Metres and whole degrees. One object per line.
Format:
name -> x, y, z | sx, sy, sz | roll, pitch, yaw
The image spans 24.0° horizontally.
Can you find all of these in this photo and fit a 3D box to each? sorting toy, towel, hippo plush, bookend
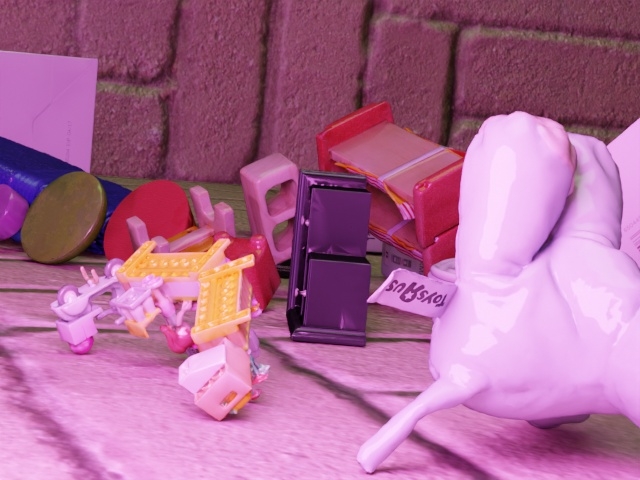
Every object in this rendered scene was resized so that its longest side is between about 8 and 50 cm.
sorting toy -> -0.269, -0.001, 1.871 | 0.366, 0.127, 0.126 | 6, -25, 39
towel -> -0.381, -0.063, 2.091 | 0.308, 0.076, 0.228 | 23, 9, 17
hippo plush -> 0.206, 0.038, 0.991 | 0.237, 0.234, 0.294 | 8, 5, 32
bookend -> 0.010, 0.014, 1.488 | 0.072, 0.156, 0.157 | 5, 6, -4

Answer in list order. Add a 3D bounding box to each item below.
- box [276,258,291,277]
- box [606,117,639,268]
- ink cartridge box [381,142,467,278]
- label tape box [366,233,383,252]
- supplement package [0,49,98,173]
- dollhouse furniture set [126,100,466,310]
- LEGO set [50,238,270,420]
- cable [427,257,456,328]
box -> -0.026, 0.030, 1.967 | 0.162, 0.029, 0.116 | 4, 5, 0
box -> 0.383, 0.002, 1.370 | 0.215, 0.168, 0.345 | 56, 26, 18
ink cartridge box -> 0.130, -0.030, 1.908 | 0.066, 0.189, 0.232 | 3, 7, -7
label tape box -> 0.047, -0.045, 2.425 | 0.348, 0.115, 0.249 | 2, 5, -6
supplement package -> -0.472, -0.160, 2.320 | 0.204, 0.261, 0.145 | 1, 6, -33
dollhouse furniture set -> 0.000, 0.000, 1.700 | 0.374, 0.152, 0.201 | -28, 37, -24
LEGO set -> -0.091, 0.082, 1.179 | 0.132, 0.107, 0.287 | -36, 29, -22
cable -> 0.233, 0.068, 1.497 | 0.257, 0.089, 0.257 | 5, 7, 7
